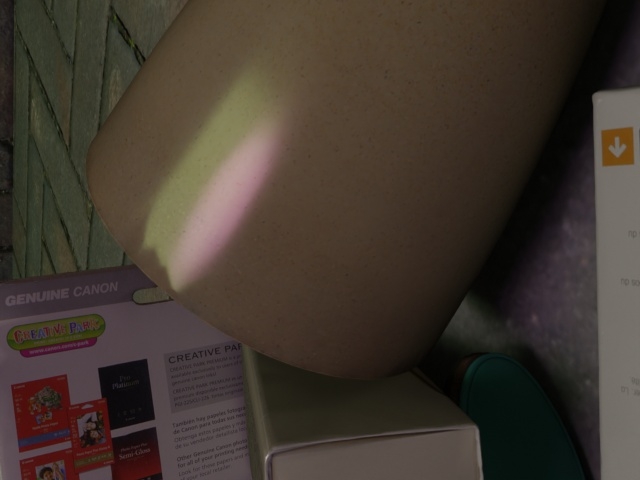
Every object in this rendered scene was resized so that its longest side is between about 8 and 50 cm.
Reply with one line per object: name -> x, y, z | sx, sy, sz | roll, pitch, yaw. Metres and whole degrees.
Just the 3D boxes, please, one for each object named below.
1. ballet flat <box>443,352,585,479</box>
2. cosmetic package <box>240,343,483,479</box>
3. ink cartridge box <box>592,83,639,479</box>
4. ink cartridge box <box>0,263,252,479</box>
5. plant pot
ballet flat -> 0.133, 0.211, 0.418 | 0.096, 0.095, 0.280 | 121, 133, -57
cosmetic package -> 0.007, 0.153, 0.485 | 0.309, 0.113, 0.160 | -145, 51, -78
ink cartridge box -> 0.243, 0.081, 0.236 | 0.303, 0.072, 0.307 | 4, 101, 56
ink cartridge box -> -0.155, 0.155, 0.661 | 0.130, 0.309, 0.272 | -8, 89, 59
plant pot -> 0.040, -0.107, 0.392 | 0.274, 0.256, 0.256 | -55, 49, 27
